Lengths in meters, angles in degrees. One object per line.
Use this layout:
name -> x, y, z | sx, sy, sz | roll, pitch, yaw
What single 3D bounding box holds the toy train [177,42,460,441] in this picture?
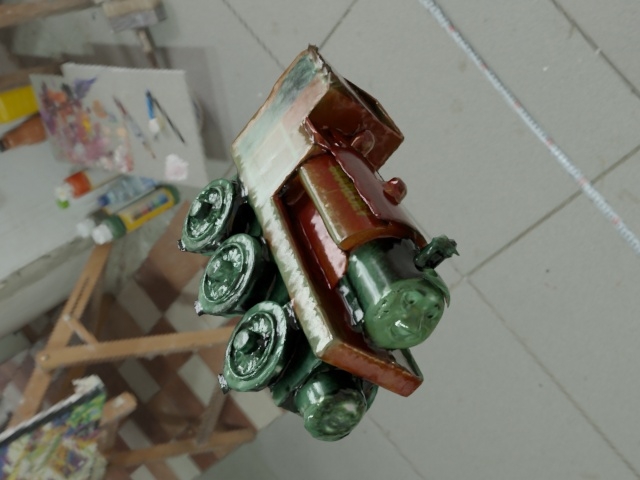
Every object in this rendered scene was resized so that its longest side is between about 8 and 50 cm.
toy train -> 0.000, 0.000, 0.390 | 0.118, 0.074, 0.176 | -49, 35, 17
